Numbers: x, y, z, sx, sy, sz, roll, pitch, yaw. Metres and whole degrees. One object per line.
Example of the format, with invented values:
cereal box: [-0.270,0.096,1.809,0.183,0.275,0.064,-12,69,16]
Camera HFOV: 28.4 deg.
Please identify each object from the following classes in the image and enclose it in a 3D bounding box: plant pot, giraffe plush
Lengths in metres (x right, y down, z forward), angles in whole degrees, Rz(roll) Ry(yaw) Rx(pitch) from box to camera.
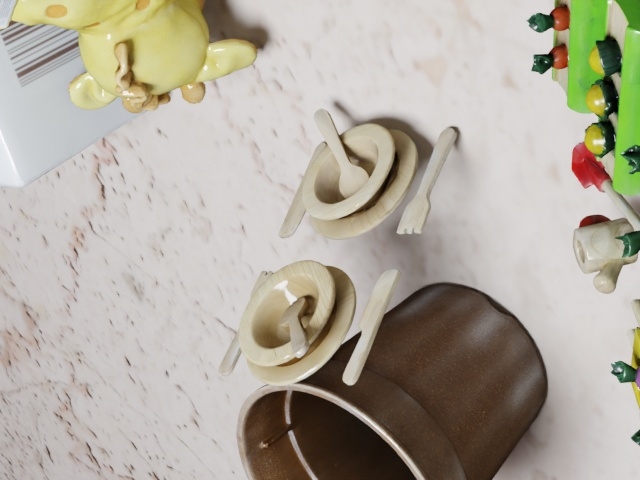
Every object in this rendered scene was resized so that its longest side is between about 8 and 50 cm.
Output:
plant pot: [0.058,0.123,0.857,0.167,0.165,0.167,24,132,29]
giraffe plush: [-0.125,-0.169,0.837,0.181,0.210,0.170,15,157,32]

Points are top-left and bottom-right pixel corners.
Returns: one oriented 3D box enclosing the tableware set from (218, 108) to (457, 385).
tableware set: [0.000,0.000,0.805,0.128,0.194,0.039,-3,145,45]

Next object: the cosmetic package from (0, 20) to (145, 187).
cosmetic package: [-0.357,-0.186,1.026,0.453,0.161,0.230,7,124,40]

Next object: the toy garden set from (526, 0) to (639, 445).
toy garden set: [0.153,-0.015,0.642,0.204,0.049,0.244,81,175,-47]
